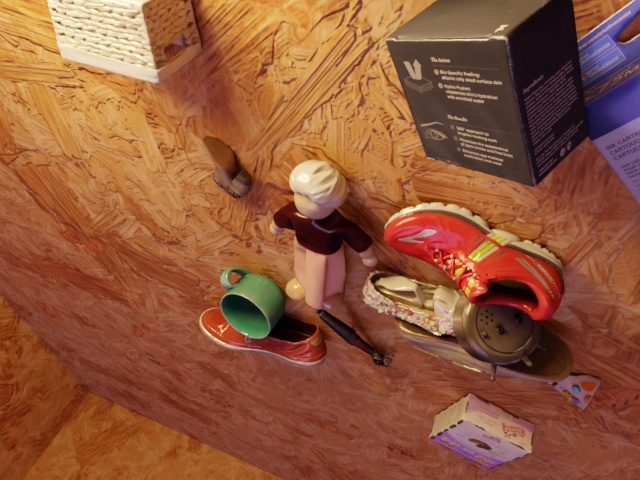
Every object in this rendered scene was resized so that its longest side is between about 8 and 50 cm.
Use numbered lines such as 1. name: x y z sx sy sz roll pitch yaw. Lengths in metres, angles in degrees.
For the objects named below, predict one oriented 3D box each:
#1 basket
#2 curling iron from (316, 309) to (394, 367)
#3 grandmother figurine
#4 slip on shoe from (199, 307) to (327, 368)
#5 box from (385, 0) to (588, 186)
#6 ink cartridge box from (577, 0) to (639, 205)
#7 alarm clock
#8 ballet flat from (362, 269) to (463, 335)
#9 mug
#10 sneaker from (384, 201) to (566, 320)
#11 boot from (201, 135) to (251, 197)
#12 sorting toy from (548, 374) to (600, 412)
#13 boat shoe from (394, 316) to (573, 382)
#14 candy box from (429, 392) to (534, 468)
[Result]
1. basket: -0.262 -0.297 0.645 0.167 0.113 0.103 18 140 14
2. curling iron: 0.077 0.208 1.037 0.068 0.035 0.274 3 148 45
3. grandmother figurine: 0.000 0.000 0.837 0.208 0.104 0.342 10 142 10
4. slip on shoe: -0.141 0.214 1.171 0.331 0.123 0.101 12 124 17
5. box: 0.170 -0.158 0.496 0.156 0.093 0.158 32 157 52
6. ink cartridge box: 0.383 -0.099 0.451 0.311 0.065 0.186 51 140 -4
7. alarm clock: 0.273 0.114 0.773 0.192 0.129 0.064 60 171 10
8. ballet flat: 0.182 0.107 0.843 0.241 0.091 0.077 11 144 24
9. mug: -0.144 0.128 1.069 0.129 0.097 0.158 16 130 21
10. sneaker: 0.222 0.034 0.713 0.279 0.118 0.107 20 141 12
11. boot: -0.173 -0.122 0.853 0.118 0.042 0.087 46 148 -10
12. sorting toy: 0.471 0.279 0.913 0.075 0.045 0.083 30 148 31
13. boat shoe: 0.284 0.185 0.868 0.302 0.109 0.098 11 148 26
14. candy box: 0.378 0.457 1.146 0.165 0.070 0.196 26 144 4
